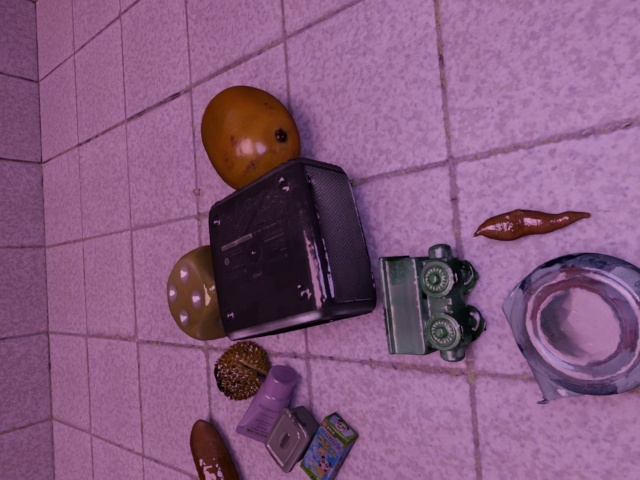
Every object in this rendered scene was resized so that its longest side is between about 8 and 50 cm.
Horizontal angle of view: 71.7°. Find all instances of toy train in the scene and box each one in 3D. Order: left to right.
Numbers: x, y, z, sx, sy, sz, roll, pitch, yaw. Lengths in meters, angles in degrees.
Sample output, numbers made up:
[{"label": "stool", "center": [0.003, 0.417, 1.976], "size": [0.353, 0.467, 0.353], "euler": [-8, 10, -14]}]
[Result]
[{"label": "toy train", "center": [0.254, 0.143, 1.020], "size": [0.202, 0.145, 0.265], "euler": [-9, 84, 42]}]

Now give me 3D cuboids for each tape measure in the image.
[{"label": "tape measure", "center": [0.493, 0.154, 0.830], "size": [0.275, 0.147, 0.256], "euler": [-34, 68, 38]}]

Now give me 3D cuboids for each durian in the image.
[{"label": "durian", "center": [-0.287, 0.436, 1.460], "size": [0.237, 0.138, 0.193], "euler": [-29, 72, 36]}]

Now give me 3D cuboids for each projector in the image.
[{"label": "projector", "center": [-0.094, 0.034, 1.186], "size": [0.395, 0.242, 0.404], "euler": [-22, 74, 39]}]

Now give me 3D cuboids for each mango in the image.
[{"label": "mango", "center": [-0.233, -0.317, 1.360], "size": [0.446, 0.232, 0.299], "euler": [39, 117, 44]}]

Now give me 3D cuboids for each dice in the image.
[{"label": "dice", "center": [-0.348, 0.168, 1.453], "size": [0.233, 0.227, 0.238], "euler": [49, 120, 30]}]

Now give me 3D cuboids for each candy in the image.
[{"label": "candy", "center": [0.022, 0.599, 1.262], "size": [0.097, 0.062, 0.194], "euler": [35, 110, 34]}]

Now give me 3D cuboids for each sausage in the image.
[{"label": "sausage", "center": [-0.333, 0.852, 1.512], "size": [0.500, 0.123, 0.136], "euler": [62, 153, 20]}]

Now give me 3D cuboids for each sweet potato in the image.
[{"label": "sweet potato", "center": [0.436, -0.038, 0.932], "size": [0.226, 0.068, 0.068], "euler": [-10, 84, 20]}]

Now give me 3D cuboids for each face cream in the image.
[{"label": "face cream", "center": [-0.159, 0.522, 1.381], "size": [0.154, 0.096, 0.273], "euler": [20, 109, -3]}]

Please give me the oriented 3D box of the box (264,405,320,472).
[{"label": "box", "center": [-0.076, 0.583, 1.320], "size": [0.124, 0.093, 0.172], "euler": [40, 114, 32]}]
